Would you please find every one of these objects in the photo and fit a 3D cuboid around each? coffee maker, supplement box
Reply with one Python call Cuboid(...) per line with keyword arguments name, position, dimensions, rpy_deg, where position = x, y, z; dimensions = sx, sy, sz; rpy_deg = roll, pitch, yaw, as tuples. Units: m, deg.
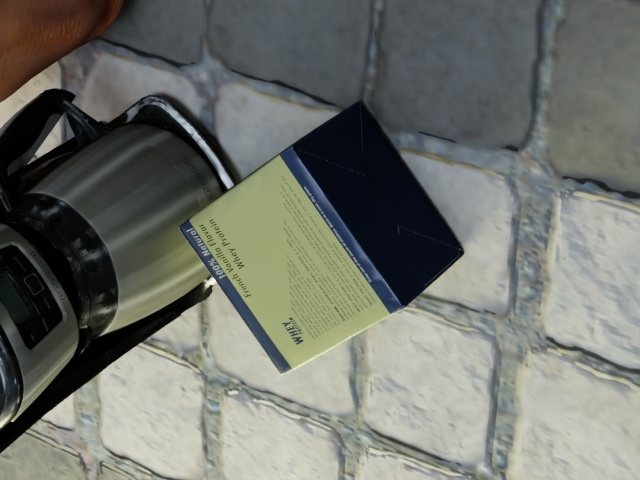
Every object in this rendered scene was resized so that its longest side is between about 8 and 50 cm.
Cuboid(name="coffee maker", position=(-0.138, 0.034, 0.767), dimensions=(0.120, 0.178, 0.171), rpy_deg=(40, 131, 13))
Cuboid(name="supplement box", position=(0.000, 0.000, 0.729), dimensions=(0.083, 0.056, 0.083), rpy_deg=(-33, 93, 42))

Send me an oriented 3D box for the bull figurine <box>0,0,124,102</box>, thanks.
Cuboid(name="bull figurine", position=(-0.241, -0.084, 0.778), dimensions=(0.310, 0.101, 0.188), rpy_deg=(-31, 127, 20))
